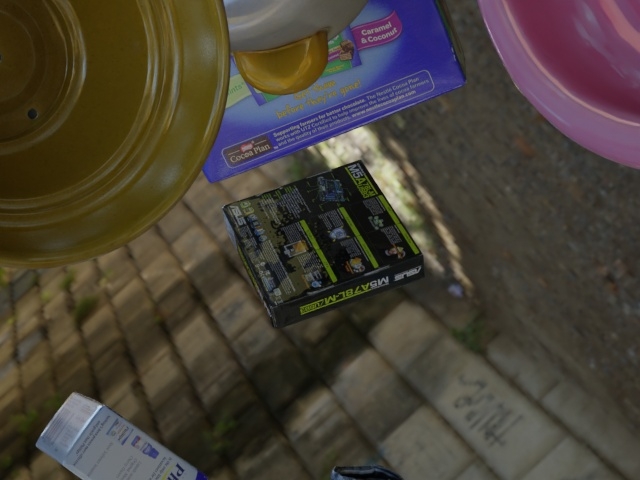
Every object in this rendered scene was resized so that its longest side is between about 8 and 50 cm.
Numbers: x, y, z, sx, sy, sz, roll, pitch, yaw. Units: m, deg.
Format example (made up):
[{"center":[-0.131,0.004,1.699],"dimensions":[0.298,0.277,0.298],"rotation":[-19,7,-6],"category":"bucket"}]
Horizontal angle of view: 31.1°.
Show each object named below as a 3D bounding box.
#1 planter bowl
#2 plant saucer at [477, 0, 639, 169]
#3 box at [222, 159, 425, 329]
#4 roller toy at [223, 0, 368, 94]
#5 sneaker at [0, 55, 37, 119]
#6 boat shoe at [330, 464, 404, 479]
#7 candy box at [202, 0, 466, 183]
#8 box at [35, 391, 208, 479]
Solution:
[{"center":[-0.163,-0.098,0.612],"dimensions":[0.217,0.217,0.090],"rotation":[49,160,-29],"category":"planter bowl"},{"center":[0.186,-0.186,0.448],"dimensions":[0.084,0.332,0.332],"rotation":[8,-159,-30],"category":"plant saucer"},{"center":[0.000,0.000,1.329],"dimensions":[0.191,0.184,0.045],"rotation":[-121,18,-45],"category":"box"},{"center":[-0.049,-0.231,0.842],"dimensions":[0.209,0.191,0.146],"rotation":[40,-171,11],"category":"roller toy"},{"center":[-0.293,-0.075,0.954],"dimensions":[0.106,0.101,0.267],"rotation":[17,-132,-20],"category":"sneaker"},{"center":[0.092,0.282,1.173],"dimensions":[0.183,0.083,0.065],"rotation":[9,-171,-8],"category":"boat shoe"},{"center":[-0.043,-0.252,1.052],"dimensions":[0.122,0.268,0.317],"rotation":[-83,-29,-65],"category":"candy box"},{"center":[-0.203,0.224,1.166],"dimensions":[0.137,0.072,0.126],"rotation":[40,163,-20],"category":"box"}]
